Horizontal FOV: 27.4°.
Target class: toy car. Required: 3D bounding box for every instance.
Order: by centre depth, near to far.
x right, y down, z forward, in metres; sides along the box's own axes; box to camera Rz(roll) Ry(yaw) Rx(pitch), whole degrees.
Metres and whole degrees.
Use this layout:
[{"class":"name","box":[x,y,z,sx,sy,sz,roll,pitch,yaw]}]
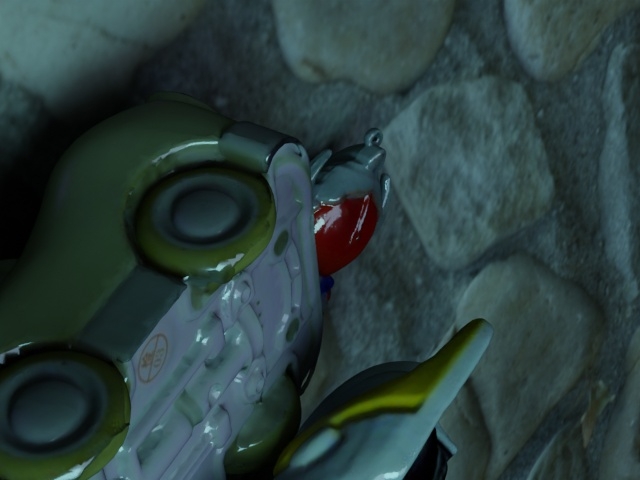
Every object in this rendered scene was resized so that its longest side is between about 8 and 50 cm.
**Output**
[{"class":"toy car","box":[-0.156,0.083,0.813,0.336,0.226,0.242,-56,154,-36]}]

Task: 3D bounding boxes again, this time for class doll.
[{"class":"doll","box":[0.011,0.178,0.847,0.316,0.103,0.145,-53,149,-34]},{"class":"doll","box":[0.000,0.000,1.018,0.104,0.062,0.194,23,99,-31]}]

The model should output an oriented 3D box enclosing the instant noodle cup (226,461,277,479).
[{"class":"instant noodle cup","box":[-0.088,0.262,0.948,0.207,0.217,0.217,-41,133,-33]}]
